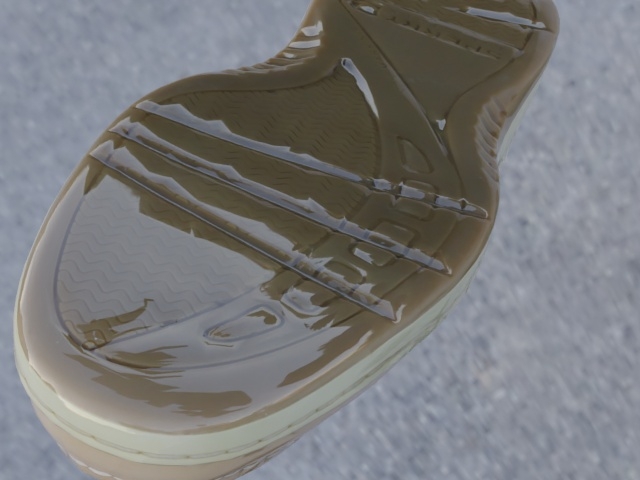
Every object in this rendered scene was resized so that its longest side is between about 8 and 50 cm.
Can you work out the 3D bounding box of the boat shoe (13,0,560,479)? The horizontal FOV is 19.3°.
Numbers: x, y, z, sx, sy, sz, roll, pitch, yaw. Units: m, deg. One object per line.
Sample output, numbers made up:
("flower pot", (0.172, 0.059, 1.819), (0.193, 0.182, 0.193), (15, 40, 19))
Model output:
("boat shoe", (0.000, 0.000, 0.659), (0.121, 0.110, 0.341), (26, 33, 11))
